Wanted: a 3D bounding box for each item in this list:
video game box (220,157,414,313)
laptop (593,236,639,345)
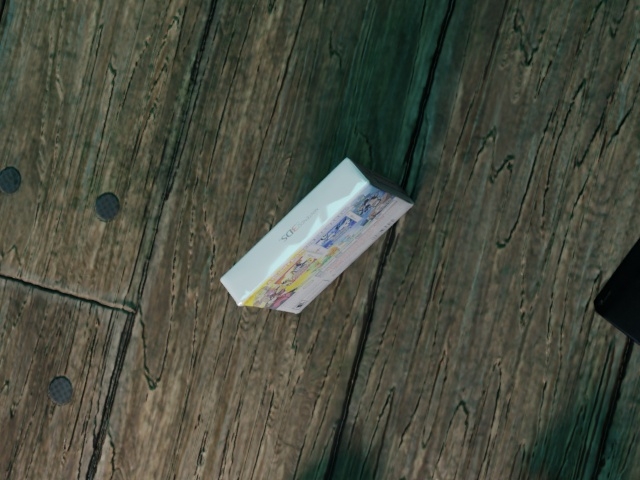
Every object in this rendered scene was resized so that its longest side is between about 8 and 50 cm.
[{"bbox_3d":[0.000,0.000,1.540,0.205,0.187,0.048,-43,74,10],"label":"video game box"},{"bbox_3d":[0.486,0.067,1.463,0.264,0.136,0.234,34,98,-8],"label":"laptop"}]
